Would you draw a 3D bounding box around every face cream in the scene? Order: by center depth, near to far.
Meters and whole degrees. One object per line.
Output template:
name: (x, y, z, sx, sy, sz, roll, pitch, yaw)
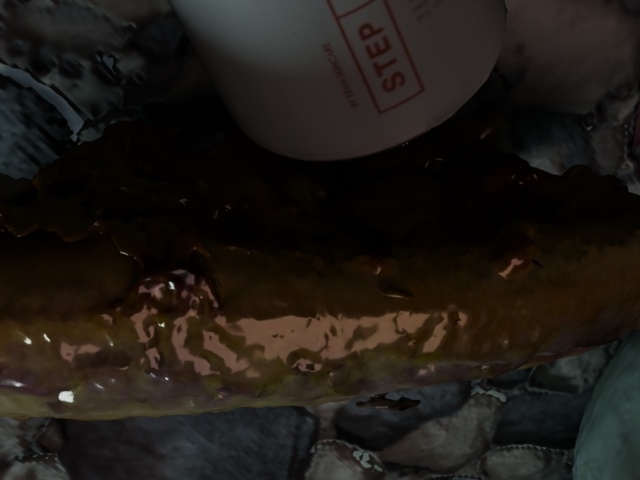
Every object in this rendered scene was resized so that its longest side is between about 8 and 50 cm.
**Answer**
face cream: (-0.021, -0.126, 0.476, 0.096, 0.096, 0.214, -29, 136, 0)

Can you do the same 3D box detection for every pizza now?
pizza: (0.000, 0.000, 0.577, 0.305, 0.161, 0.085, -8, 106, -22)

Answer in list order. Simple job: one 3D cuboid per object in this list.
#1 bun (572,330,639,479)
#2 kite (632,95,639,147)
bun: (0.273, 0.157, 0.725, 0.354, 0.194, 0.354, 9, 127, 12)
kite: (0.148, -0.067, 0.681, 0.044, 0.002, 0.078, 1, 130, -27)
